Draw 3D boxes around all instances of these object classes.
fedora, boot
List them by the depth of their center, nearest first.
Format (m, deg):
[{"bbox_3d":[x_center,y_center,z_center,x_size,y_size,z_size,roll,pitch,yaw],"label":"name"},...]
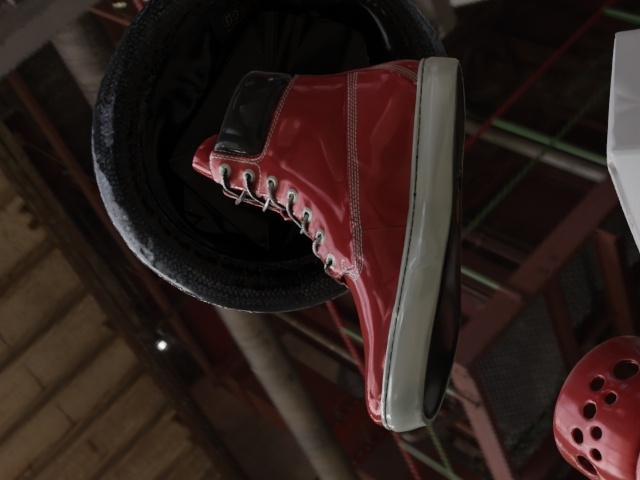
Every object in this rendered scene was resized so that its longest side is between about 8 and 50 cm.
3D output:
[{"bbox_3d":[0.000,0.000,0.716,0.088,0.176,0.244,61,-150,-64],"label":"boot"},{"bbox_3d":[-0.042,-0.091,1.010,0.334,0.334,0.152,-50,0,-13],"label":"fedora"}]

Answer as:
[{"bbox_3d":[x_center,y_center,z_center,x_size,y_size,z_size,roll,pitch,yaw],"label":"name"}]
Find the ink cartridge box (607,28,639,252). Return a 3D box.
[{"bbox_3d":[0.365,-0.072,0.829,0.198,0.272,0.115,49,-136,-54],"label":"ink cartridge box"}]

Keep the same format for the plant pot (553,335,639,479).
[{"bbox_3d":[0.410,0.230,1.372,0.191,0.174,0.191,-8,-71,-26],"label":"plant pot"}]
